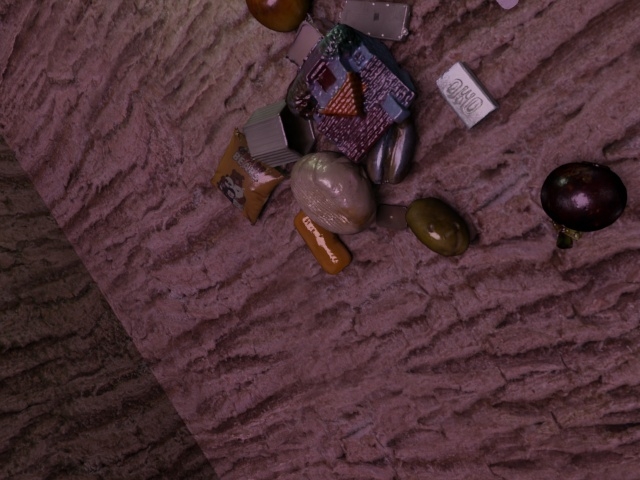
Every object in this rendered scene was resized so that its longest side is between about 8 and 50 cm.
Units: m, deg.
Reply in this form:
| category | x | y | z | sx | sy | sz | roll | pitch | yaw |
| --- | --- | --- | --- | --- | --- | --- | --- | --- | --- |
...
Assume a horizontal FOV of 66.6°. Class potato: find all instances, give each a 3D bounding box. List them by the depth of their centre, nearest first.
| category | x | y | z | sx | sy | sz | roll | pitch | yaw |
| --- | --- | --- | --- | --- | --- | --- | --- | --- | --- |
| potato | 0.409 | -0.050 | 1.691 | 0.148 | 0.197 | 0.228 | -48 | 45 | 28 |

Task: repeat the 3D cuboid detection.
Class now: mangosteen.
| category | x | y | z | sx | sy | sz | roll | pitch | yaw |
| --- | --- | --- | --- | --- | --- | --- | --- | --- | --- |
| mangosteen | 0.764 | -0.093 | 1.444 | 0.232 | 0.231 | 0.288 | 17 | 119 | 25 |

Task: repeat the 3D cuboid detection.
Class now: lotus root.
| category | x | y | z | sx | sy | sz | roll | pitch | yaw |
| --- | --- | --- | --- | --- | --- | --- | --- | --- | --- |
| lotus root | 0.257 | -0.353 | 1.715 | 0.158 | 0.140 | 0.321 | 13 | 105 | 5 |

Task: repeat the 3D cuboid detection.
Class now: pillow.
| category | x | y | z | sx | sy | sz | roll | pitch | yaw |
| --- | --- | --- | --- | --- | --- | --- | --- | --- | --- |
| pillow | -0.325 | -0.268 | 2.095 | 0.310 | 0.119 | 0.312 | 47 | 124 | 14 |

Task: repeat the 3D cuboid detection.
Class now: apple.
| category | x | y | z | sx | sy | sz | roll | pitch | yaw |
| --- | --- | --- | --- | --- | --- | --- | --- | --- | --- |
| apple | -0.152 | -0.871 | 1.769 | 0.237 | 0.208 | 0.236 | -3 | 85 | 32 |

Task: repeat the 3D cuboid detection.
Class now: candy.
| category | x | y | z | sx | sy | sz | roll | pitch | yaw |
| --- | --- | --- | --- | --- | --- | --- | --- | --- | --- |
| candy | -0.007 | -0.681 | 1.744 | 0.184 | 0.137 | 0.195 | 48 | 138 | 12 |

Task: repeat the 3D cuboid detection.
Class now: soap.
| category | x | y | z | sx | sy | sz | roll | pitch | yaw |
| --- | --- | --- | --- | --- | --- | --- | --- | --- | --- |
| soap | 0.475 | -0.473 | 1.589 | 0.115 | 0.063 | 0.198 | -41 | 83 | 35 |

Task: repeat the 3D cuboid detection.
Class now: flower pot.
| category | x | y | z | sx | sy | sz | roll | pitch | yaw |
| --- | --- | --- | --- | --- | --- | --- | --- | --- | --- |
| flower pot | -0.157 | -0.414 | 1.894 | 0.190 | 0.239 | 0.209 | -7 | 73 | 32 |

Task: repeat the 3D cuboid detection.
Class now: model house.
| category | x | y | z | sx | sy | sz | roll | pitch | yaw |
| --- | --- | --- | --- | --- | --- | --- | --- | --- | --- |
| model house | 0.115 | -0.448 | 1.622 | 0.360 | 0.298 | 0.338 | -46 | 61 | 31 |

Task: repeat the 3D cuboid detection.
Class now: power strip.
| category | x | y | z | sx | sy | sz | roll | pitch | yaw |
| --- | --- | --- | --- | --- | --- | --- | --- | --- | --- |
| power strip | 0.189 | -0.758 | 1.677 | 0.271 | 0.046 | 0.117 | 18 | 111 | 26 |

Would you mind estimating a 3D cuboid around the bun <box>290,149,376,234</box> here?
| category | x | y | z | sx | sy | sz | roll | pitch | yaw |
| --- | --- | --- | --- | --- | --- | --- | --- | --- | --- |
| bun | 0.058 | -0.190 | 1.823 | 0.365 | 0.219 | 0.365 | 34 | 158 | 16 |

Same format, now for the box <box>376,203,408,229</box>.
| category | x | y | z | sx | sy | sz | roll | pitch | yaw |
| --- | --- | --- | --- | --- | --- | --- | --- | --- | --- |
| box | 0.274 | -0.091 | 1.849 | 0.126 | 0.031 | 0.090 | 7 | 109 | 29 |

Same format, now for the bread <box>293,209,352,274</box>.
| category | x | y | z | sx | sy | sz | roll | pitch | yaw |
| --- | --- | --- | --- | --- | --- | --- | --- | --- | --- |
| bread | 0.000 | 0.000 | 2.009 | 0.142 | 0.091 | 0.305 | -37 | 86 | 28 |

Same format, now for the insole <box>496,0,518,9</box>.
| category | x | y | z | sx | sy | sz | roll | pitch | yaw |
| --- | --- | --- | --- | --- | --- | --- | --- | --- | --- |
| insole | 0.539 | -0.826 | 1.474 | 0.086 | 0.005 | 0.253 | -21 | 95 | 33 |
